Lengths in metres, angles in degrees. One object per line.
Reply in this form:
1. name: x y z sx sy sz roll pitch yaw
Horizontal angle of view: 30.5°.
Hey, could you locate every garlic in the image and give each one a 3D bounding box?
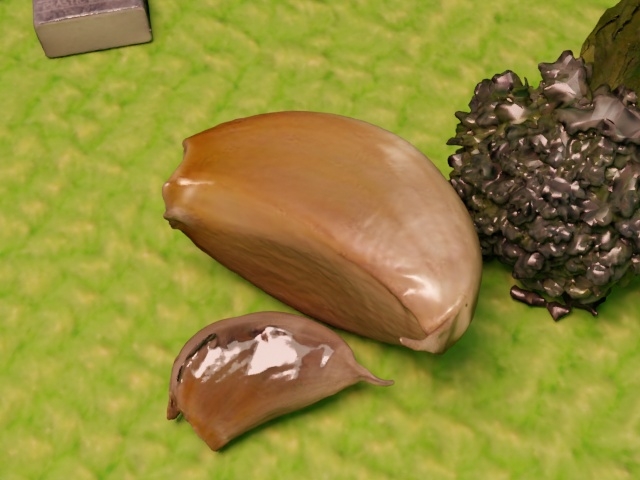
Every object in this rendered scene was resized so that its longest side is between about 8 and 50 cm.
1. garlic: -0.037 0.086 0.808 0.152 0.066 0.084 -22 91 -4
2. garlic: 0.012 0.000 0.778 0.245 0.145 0.164 28 23 32

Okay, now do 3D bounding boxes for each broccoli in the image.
1. broccoli: 0.225 -0.071 0.831 0.198 0.177 0.275 37 57 25

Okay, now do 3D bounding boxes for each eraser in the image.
1. eraser: -0.199 -0.257 0.993 0.092 0.046 0.212 -10 63 -2
